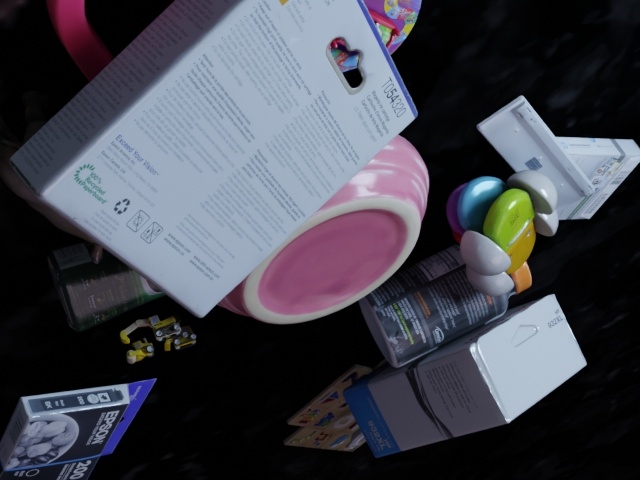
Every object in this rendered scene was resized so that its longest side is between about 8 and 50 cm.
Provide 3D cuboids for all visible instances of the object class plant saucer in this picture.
[{"bbox_3d":[0.000,0.000,1.333,0.332,0.084,0.332,-22,149,-14],"label":"plant saucer"}]

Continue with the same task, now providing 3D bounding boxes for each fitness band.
[{"bbox_3d":[-0.128,-0.207,0.955,0.209,0.054,0.291,-27,149,1],"label":"fitness band"}]

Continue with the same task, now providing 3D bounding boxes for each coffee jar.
[{"bbox_3d":[-0.211,0.030,1.195,0.184,0.079,0.096,-19,121,-17],"label":"coffee jar"}]

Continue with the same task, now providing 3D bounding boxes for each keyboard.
[{"bbox_3d":[0.301,-0.111,1.438,0.072,0.014,0.256,-29,139,21],"label":"keyboard"}]

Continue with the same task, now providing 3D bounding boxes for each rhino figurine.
[{"bbox_3d":[-0.246,-0.050,1.030,0.073,0.106,0.243,-29,149,1],"label":"rhino figurine"}]

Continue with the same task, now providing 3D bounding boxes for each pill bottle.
[{"bbox_3d":[0.191,0.083,1.568,0.245,0.130,0.130,-25,149,-6],"label":"pill bottle"}]

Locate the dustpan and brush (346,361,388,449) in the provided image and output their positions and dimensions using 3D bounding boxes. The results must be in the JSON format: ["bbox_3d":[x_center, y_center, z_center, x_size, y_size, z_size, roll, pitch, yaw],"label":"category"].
[{"bbox_3d":[0.113,0.291,1.859,0.211,0.060,0.147,-41,147,18],"label":"dustpan and brush"}]

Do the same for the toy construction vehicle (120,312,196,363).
[{"bbox_3d":[-0.217,0.127,1.396,0.098,0.035,0.086,-19,159,-13],"label":"toy construction vehicle"}]

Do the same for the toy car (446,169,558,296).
[{"bbox_3d":[0.239,-0.025,1.449,0.159,0.136,0.182,-50,155,-9],"label":"toy car"}]

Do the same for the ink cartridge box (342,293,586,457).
[{"bbox_3d":[0.222,0.215,1.638,0.223,0.129,0.307,-24,177,-41],"label":"ink cartridge box"}]

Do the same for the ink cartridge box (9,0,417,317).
[{"bbox_3d":[-0.080,-0.103,1.007,0.330,0.071,0.324,-44,150,-3],"label":"ink cartridge box"}]

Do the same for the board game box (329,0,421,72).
[{"bbox_3d":[0.038,-0.215,1.095,0.168,0.033,0.133,-21,148,-14],"label":"board game box"}]

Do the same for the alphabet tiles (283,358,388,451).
[{"bbox_3d":[0.097,0.302,1.934,0.285,0.011,0.342,-42,147,19],"label":"alphabet tiles"}]

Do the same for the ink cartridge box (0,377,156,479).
[{"bbox_3d":[-0.354,0.283,1.497,0.208,0.045,0.206,-4,141,-38],"label":"ink cartridge box"}]

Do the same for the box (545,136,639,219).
[{"bbox_3d":[0.374,-0.089,1.555,0.186,0.038,0.145,-4,141,-37],"label":"box"}]
